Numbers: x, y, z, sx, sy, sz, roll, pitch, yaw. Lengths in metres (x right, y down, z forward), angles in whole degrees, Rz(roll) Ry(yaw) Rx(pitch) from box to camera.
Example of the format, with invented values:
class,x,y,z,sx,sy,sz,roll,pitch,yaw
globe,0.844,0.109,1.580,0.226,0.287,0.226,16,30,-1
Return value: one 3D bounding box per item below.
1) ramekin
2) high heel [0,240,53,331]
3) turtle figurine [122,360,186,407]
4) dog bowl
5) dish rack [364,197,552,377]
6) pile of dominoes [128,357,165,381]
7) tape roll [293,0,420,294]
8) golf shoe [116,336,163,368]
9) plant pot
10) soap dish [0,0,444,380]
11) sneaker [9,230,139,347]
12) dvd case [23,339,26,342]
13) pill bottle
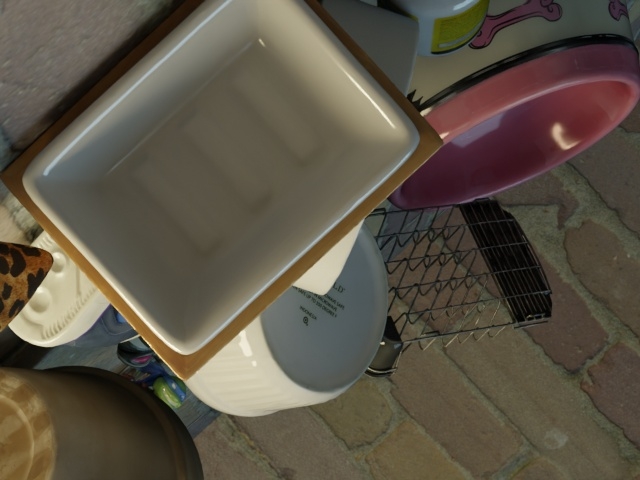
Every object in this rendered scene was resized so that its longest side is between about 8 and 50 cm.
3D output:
class,x,y,z,sx,sy,sz,roll,pitch,yaw
ramekin,-0.039,0.064,1.640,0.127,0.273,0.273,-2,-155,44
high heel,-0.285,0.024,1.137,0.261,0.093,0.186,-22,166,-43
turtle figurine,-0.295,0.326,2.172,0.266,0.275,0.198,-34,158,2
dog bowl,0.213,-0.176,1.814,0.408,0.150,0.408,-21,165,-6
dish rack,0.145,0.046,1.816,0.271,0.208,0.074,-8,150,-25
pile of dominoes,-0.203,0.158,2.373,0.251,0.040,0.196,-35,169,-45
tape roll,0.002,-0.095,1.428,0.286,0.100,0.286,-162,-90,-85
golf shoe,-0.164,0.070,1.925,0.273,0.105,0.120,-34,161,-48
plant pot,-0.325,0.267,1.629,0.323,0.323,0.280,-42,154,-3
soap dish,-0.081,-0.066,1.222,0.291,0.229,0.118,-43,-179,1
sneaker,-0.144,-0.016,1.433,0.323,0.130,0.236,-42,167,17
dvd case,-0.279,0.061,1.643,0.119,0.013,0.087,-50,169,34
pill bottle,0.114,-0.265,1.468,0.119,0.119,0.208,-42,172,-4
